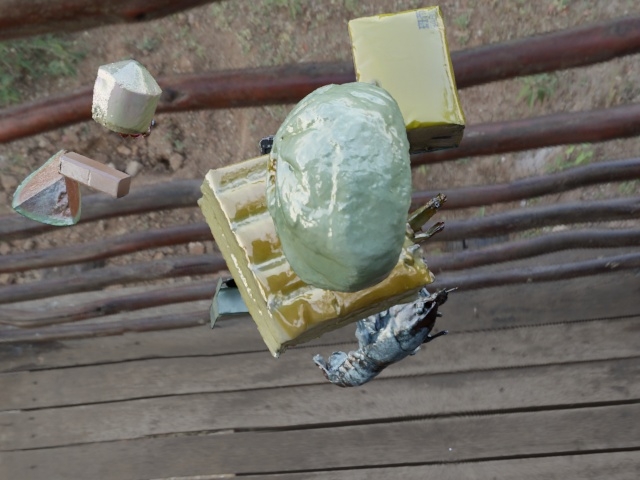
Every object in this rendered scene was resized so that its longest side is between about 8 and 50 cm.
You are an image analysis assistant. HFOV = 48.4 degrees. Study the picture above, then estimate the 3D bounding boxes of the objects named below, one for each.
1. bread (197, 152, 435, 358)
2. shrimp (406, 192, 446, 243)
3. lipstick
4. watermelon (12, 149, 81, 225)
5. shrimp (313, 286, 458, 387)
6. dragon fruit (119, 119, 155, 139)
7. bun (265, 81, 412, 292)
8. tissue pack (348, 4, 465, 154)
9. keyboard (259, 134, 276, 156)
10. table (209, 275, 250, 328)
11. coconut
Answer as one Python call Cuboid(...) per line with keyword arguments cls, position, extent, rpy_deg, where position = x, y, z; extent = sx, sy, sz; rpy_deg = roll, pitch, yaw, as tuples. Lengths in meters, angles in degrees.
Cuboid(cls="bread", position=(0.000, 0.000, 0.924), extent=(0.246, 0.111, 0.239), rpy_deg=(-21, 77, -27))
Cuboid(cls="shrimp", position=(0.151, -0.028, 0.988), extent=(0.114, 0.083, 0.023), rpy_deg=(-50, 54, 38))
Cuboid(cls="lipstick", position=(-0.454, -0.132, 1.431), extent=(0.145, 0.045, 0.045), rpy_deg=(22, 113, 14))
Cuboid(cls="watermelon", position=(-0.695, -0.118, 1.803), extent=(0.146, 0.128, 0.231), rpy_deg=(-12, 38, -6))
Cuboid(cls="shrimp", position=(0.128, 0.184, 1.433), extent=(0.410, 0.221, 0.166), rpy_deg=(-57, 40, 33))
Cuboid(cls="dragon fruit", position=(-0.470, -0.303, 1.743), extent=(0.068, 0.126, 0.112), rpy_deg=(-9, 60, 46))
Cuboid(cls="bun", position=(0.009, -0.047, 0.659), extent=(0.118, 0.195, 0.195), rpy_deg=(-1, 73, -11))
Cuboid(cls="tissue pack", position=(0.102, -0.191, 0.862), extent=(0.120, 0.082, 0.169), rpy_deg=(-8, 70, 4))
Cuboid(cls="keyboard", position=(-0.018, -0.185, 1.580), extent=(0.262, 0.016, 0.106), rpy_deg=(2, 103, 24))
Cuboid(cls="table", position=(-0.160, 0.135, 1.585), extent=(0.146, 0.175, 0.062), rpy_deg=(-3, 63, -19))
Cuboid(cls="coconut", position=(-0.344, -0.260, 1.265), extent=(0.116, 0.116, 0.122), rpy_deg=(28, 111, 17))
